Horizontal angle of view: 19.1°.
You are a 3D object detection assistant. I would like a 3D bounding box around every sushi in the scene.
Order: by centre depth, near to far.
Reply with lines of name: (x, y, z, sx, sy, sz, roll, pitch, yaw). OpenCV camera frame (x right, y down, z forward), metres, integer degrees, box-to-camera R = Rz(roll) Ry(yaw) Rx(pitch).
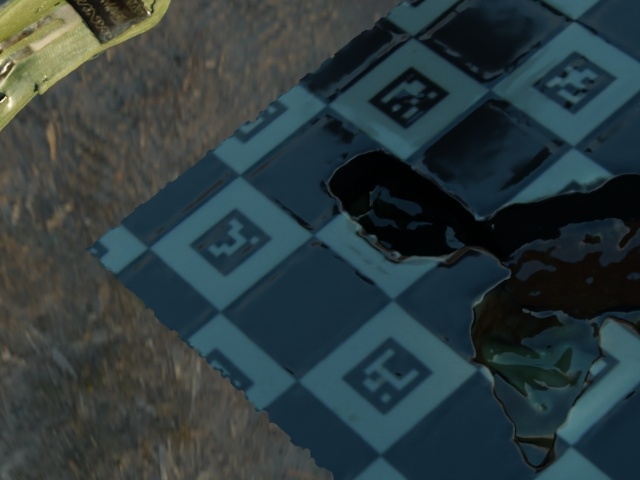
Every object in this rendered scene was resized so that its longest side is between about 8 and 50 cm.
sushi: (0.122, 0.009, 0.959, 0.343, 0.064, 0.359, -40, 54, -15)

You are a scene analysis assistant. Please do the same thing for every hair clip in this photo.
hair clip: (-0.284, -0.160, 1.664, 0.321, 0.138, 0.091, -40, 48, -1)
